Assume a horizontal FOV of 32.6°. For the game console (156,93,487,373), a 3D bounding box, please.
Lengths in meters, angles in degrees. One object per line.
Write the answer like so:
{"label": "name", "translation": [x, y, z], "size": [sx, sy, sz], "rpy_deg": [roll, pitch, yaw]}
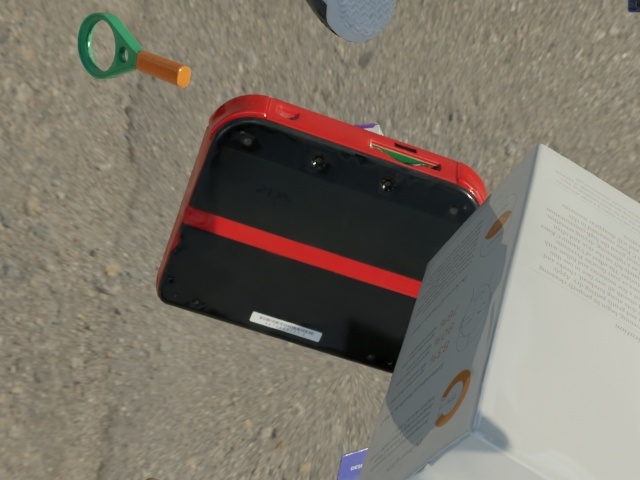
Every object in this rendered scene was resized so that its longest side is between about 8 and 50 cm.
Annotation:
{"label": "game console", "translation": [0.000, 0.000, 1.477], "size": [0.386, 0.060, 0.342], "rpy_deg": [18, 124, -8]}

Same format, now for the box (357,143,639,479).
{"label": "box", "translation": [0.178, 0.119, 0.972], "size": [0.168, 0.215, 0.345], "rpy_deg": [31, 46, -7]}

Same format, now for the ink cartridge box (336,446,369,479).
{"label": "ink cartridge box", "translation": [0.151, 0.393, 1.597], "size": [0.303, 0.307, 0.072], "rpy_deg": [-11, 48, -23]}

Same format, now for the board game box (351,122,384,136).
{"label": "board game box", "translation": [0.044, -0.058, 1.651], "size": [0.142, 0.275, 0.144], "rpy_deg": [-3, 74, 13]}

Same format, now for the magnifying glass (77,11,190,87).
{"label": "magnifying glass", "translation": [-0.258, -0.251, 1.491], "size": [0.231, 0.026, 0.092], "rpy_deg": [26, 115, 40]}

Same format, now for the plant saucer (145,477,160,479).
{"label": "plant saucer", "translation": [-0.216, 0.361, 1.479], "size": [0.015, 0.083, 0.083], "rpy_deg": [-18, 83, 19]}

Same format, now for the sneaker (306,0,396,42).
{"label": "sneaker", "translation": [-0.038, -0.256, 0.938], "size": [0.101, 0.153, 0.268], "rpy_deg": [-13, 70, -40]}

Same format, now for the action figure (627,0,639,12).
{"label": "action figure", "translation": [0.463, -0.198, 1.032], "size": [0.341, 0.330, 0.178], "rpy_deg": [1, 75, 18]}
